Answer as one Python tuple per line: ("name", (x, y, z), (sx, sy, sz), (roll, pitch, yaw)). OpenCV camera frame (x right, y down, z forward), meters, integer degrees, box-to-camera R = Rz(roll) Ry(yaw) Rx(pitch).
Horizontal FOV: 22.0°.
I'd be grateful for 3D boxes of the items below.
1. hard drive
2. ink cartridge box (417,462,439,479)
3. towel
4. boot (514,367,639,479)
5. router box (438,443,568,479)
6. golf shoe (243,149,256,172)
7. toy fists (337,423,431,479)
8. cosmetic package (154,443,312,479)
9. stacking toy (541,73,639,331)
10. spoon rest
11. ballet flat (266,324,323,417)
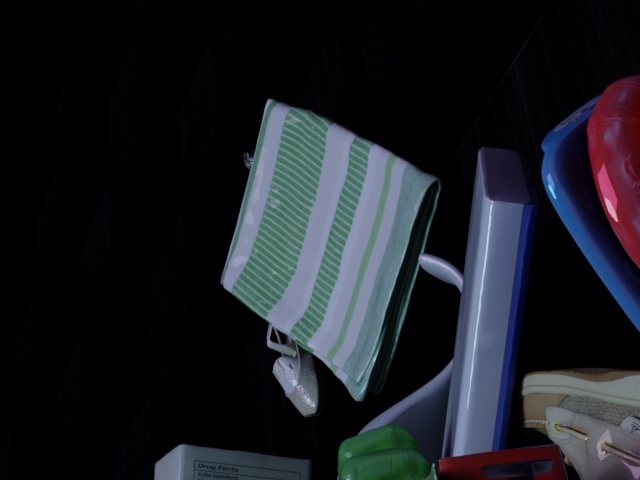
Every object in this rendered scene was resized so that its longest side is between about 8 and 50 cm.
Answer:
("hard drive", (0.128, 0.102, 1.306), (0.210, 0.040, 0.319), (-73, -11, -76))
("ink cartridge box", (0.048, 0.225, 1.099), (0.209, 0.062, 0.109), (93, 170, -70))
("towel", (0.000, 0.000, 1.766), (0.325, 0.038, 0.248), (35, 114, 54))
("boot", (0.205, 0.193, 1.141), (0.262, 0.095, 0.203), (168, 109, -67))
("router box", (0.138, 0.350, 1.080), (0.335, 0.082, 0.301), (88, 175, -49))
("golf shoe", (-0.031, -0.066, 1.963), (0.198, 0.077, 0.094), (-165, 67, -72))
("toy fists", (0.040, 0.281, 1.281), (0.142, 0.096, 0.279), (93, -175, -64))
("cosmetic package", (-0.104, 0.391, 1.798), (0.113, 0.160, 0.309), (138, 139, -61))
("stacking toy", (0.291, -0.069, 0.956), (0.302, 0.175, 0.166), (-32, 92, 42))
("spoon rest", (0.090, 0.150, 1.452), (0.084, 0.137, 0.276), (6, 75, 45))
("ballet flat", (-0.035, 0.134, 1.882), (0.168, 0.052, 0.057), (-101, 29, -44))
